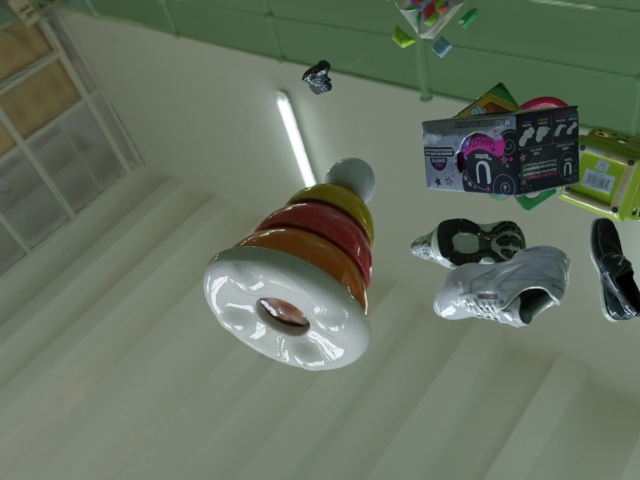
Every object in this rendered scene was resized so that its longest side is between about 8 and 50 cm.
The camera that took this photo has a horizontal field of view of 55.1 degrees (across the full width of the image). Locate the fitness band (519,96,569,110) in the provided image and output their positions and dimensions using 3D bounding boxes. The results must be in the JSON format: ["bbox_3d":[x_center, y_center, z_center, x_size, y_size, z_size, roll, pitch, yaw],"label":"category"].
[{"bbox_3d":[0.651,-0.313,1.903,0.291,0.054,0.209,-36,-111,22],"label":"fitness band"}]

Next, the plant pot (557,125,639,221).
[{"bbox_3d":[0.821,-0.184,1.742,0.228,0.227,0.207,29,-151,35],"label":"plant pot"}]

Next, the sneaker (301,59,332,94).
[{"bbox_3d":[0.006,-0.481,1.830,0.170,0.089,0.051,-2,-117,60],"label":"sneaker"}]

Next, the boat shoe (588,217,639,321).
[{"bbox_3d":[0.655,0.058,1.349,0.084,0.079,0.233,-2,-103,-21],"label":"boat shoe"}]

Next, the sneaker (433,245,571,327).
[{"bbox_3d":[0.354,0.112,1.249,0.305,0.114,0.152,-27,-150,38],"label":"sneaker"}]

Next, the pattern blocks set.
[{"bbox_3d":[0.320,-0.705,1.828,0.325,0.026,0.285,46,-70,32],"label":"pattern blocks set"}]

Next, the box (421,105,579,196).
[{"bbox_3d":[0.327,-0.164,1.140,0.163,0.142,0.247,-13,-168,-27],"label":"box"}]

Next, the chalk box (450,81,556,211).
[{"bbox_3d":[0.471,-0.215,1.544,0.180,0.179,0.289,-36,-105,19],"label":"chalk box"}]

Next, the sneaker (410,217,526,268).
[{"bbox_3d":[0.417,0.018,1.713,0.182,0.410,0.158,-6,-104,54],"label":"sneaker"}]

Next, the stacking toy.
[{"bbox_3d":[0.000,0.000,1.314,0.350,0.351,0.480,7,-132,23],"label":"stacking toy"}]
